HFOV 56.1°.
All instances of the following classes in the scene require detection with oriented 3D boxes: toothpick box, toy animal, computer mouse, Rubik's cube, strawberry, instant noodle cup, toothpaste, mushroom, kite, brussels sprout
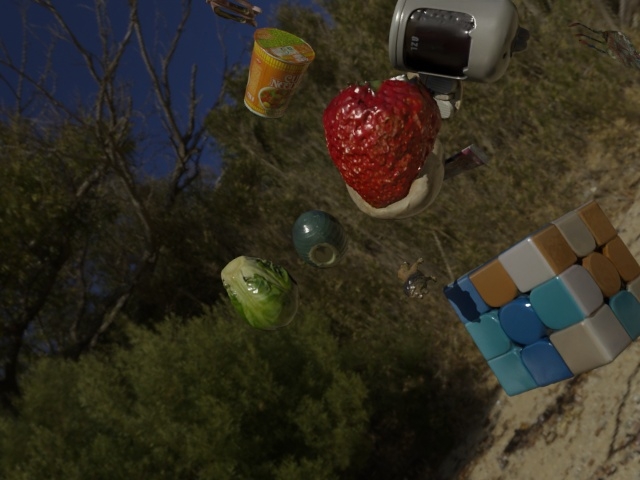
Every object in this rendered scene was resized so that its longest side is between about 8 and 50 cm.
[{"bbox_3d":[0.347,-0.504,1.471,0.229,0.316,0.229,15,-90,-73],"label":"toothpick box"},{"bbox_3d":[0.236,0.082,1.499,0.086,0.069,0.220,-25,12,6],"label":"toy animal"},{"bbox_3d":[0.305,-0.426,1.657,0.081,0.236,0.145,-12,-55,-18],"label":"computer mouse"},{"bbox_3d":[0.605,0.151,1.570,0.346,0.345,0.346,-21,-15,-38],"label":"Rubik's cube"},{"bbox_3d":[0.130,-0.207,1.286,0.257,0.257,0.277,-18,-77,-61],"label":"strawberry"},{"bbox_3d":[-0.121,-0.424,1.552,0.168,0.168,0.185,-33,-23,-47],"label":"instant noodle cup"},{"bbox_3d":[0.374,-0.214,1.808,0.096,0.266,0.061,30,-127,-37],"label":"toothpaste"},{"bbox_3d":[0.187,-0.206,1.643,0.298,0.297,0.290,-56,-24,5],"label":"mushroom"},{"bbox_3d":[0.642,-0.446,1.351,0.016,0.229,0.127,-42,-53,8],"label":"kite"},{"bbox_3d":[-0.197,0.166,1.982,0.210,0.271,0.219,-34,19,36],"label":"brussels sprout"}]

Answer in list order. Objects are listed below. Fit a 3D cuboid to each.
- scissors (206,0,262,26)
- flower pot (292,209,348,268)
[{"bbox_3d":[-0.324,-0.701,1.723,0.160,0.317,0.024,162,126,-74],"label":"scissors"},{"bbox_3d":[0.000,0.000,2.163,0.189,0.157,0.243,-28,-44,11],"label":"flower pot"}]
